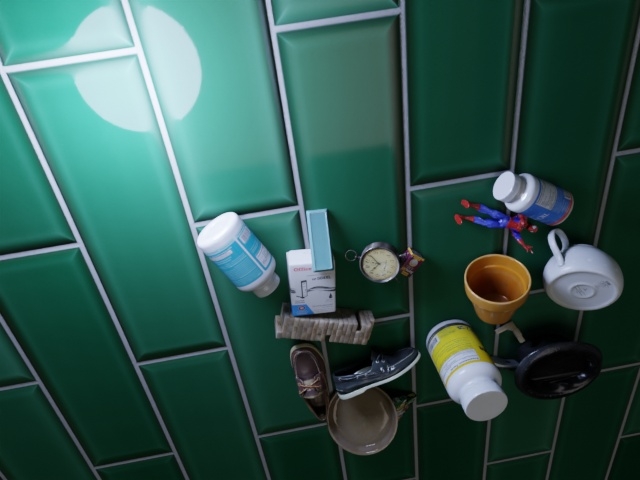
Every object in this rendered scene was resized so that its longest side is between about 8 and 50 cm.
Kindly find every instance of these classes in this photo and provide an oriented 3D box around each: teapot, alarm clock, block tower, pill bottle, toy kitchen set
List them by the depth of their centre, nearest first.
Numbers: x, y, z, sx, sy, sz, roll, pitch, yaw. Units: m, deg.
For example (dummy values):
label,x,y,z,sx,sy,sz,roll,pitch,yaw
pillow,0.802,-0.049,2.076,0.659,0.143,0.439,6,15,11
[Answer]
label,x,y,z,sx,sy,sz,roll,pitch,yaw
pill bottle,-0.234,0.053,1.393,0.146,0.146,0.264,-31,119,10
pill bottle,0.651,-0.134,1.429,0.222,0.124,0.124,18,115,-16
alarm clock,0.175,0.064,1.501,0.192,0.064,0.129,12,115,4
teapot,0.880,0.099,1.568,0.253,0.187,0.256,9,139,17
block tower,0.016,0.286,1.595,0.336,0.091,0.097,6,118,-12
pill bottle,0.509,0.447,1.617,0.188,0.334,0.187,-4,120,-6
toy kitchen set,0.718,0.359,1.755,0.075,0.083,0.068,-32,160,10

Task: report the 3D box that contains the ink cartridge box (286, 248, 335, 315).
label,x,y,z,sx,sy,sz,roll,pitch,yaw
ink cartridge box,-0.029,0.134,1.503,0.148,0.086,0.203,-6,120,-6

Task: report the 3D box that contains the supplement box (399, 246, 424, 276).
label,x,y,z,sx,sy,sz,roll,pitch,yaw
supplement box,0.296,0.073,1.541,0.055,0.043,0.083,26,113,-21

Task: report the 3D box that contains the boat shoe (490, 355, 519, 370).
label,x,y,z,sx,sy,sz,roll,pitch,yaw
boat shoe,0.724,0.495,1.842,0.142,0.049,0.040,12,117,-17

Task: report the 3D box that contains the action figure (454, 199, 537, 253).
label,x,y,z,sx,sy,sz,roll,pitch,yaw
action figure,0.585,-0.046,1.467,0.281,0.139,0.091,9,119,-16

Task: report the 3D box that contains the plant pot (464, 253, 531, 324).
label,x,y,z,sx,sy,sz,roll,pitch,yaw
plant pot,0.594,0.184,1.572,0.205,0.205,0.187,-16,136,1

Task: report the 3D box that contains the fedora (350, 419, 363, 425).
label,x,y,z,sx,sy,sz,roll,pitch,yaw
fedora,0.155,0.731,1.874,0.195,0.079,0.194,-4,120,-7

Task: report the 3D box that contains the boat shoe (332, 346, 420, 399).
label,x,y,z,sx,sy,sz,roll,pitch,yaw
boat shoe,0.197,0.460,1.707,0.340,0.127,0.113,-28,97,10

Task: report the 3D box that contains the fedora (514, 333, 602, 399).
label,x,y,z,sx,sy,sz,roll,pitch,yaw
fedora,0.890,0.463,1.786,0.334,0.152,0.333,-2,120,-3

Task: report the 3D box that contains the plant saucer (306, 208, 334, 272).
label,x,y,z,sx,sy,sz,roll,pitch,yaw
plant saucer,0.000,0.000,1.416,0.067,0.018,0.191,-6,88,-5

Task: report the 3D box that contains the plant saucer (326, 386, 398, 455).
label,x,y,z,sx,sy,sz,roll,pitch,yaw
plant saucer,0.161,0.687,1.798,0.278,0.041,0.277,-1,86,9

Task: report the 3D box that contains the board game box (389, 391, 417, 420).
label,x,y,z,sx,sy,sz,roll,pitch,yaw
board game box,0.283,0.726,1.887,0.136,0.030,0.259,5,122,-40

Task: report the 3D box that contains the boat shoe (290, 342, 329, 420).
label,x,y,z,sx,sy,sz,roll,pitch,yaw
boat shoe,-0.029,0.528,1.705,0.123,0.123,0.341,-12,120,-2
